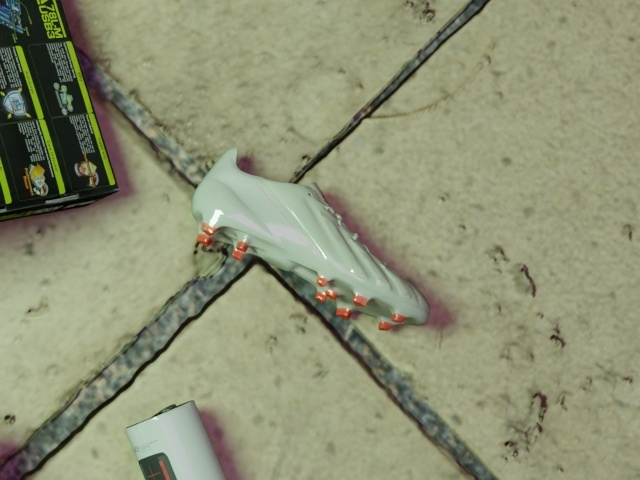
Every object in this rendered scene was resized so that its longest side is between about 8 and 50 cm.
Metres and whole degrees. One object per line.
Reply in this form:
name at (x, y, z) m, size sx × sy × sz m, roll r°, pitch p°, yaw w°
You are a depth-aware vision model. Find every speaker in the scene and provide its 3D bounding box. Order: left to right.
speaker at (-0.089, 0.183, 1.364) m, size 0.055 × 0.055 × 0.136 m, roll -22°, pitch 88°, yaw -18°

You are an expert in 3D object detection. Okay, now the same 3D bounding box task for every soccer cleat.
soccer cleat at (0.000, 0.000, 1.415) m, size 0.196 × 0.068 × 0.076 m, roll 27°, pitch 72°, yaw -7°

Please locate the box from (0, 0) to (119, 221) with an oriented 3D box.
box at (-0.241, -0.105, 1.329) m, size 0.184 × 0.045 × 0.190 m, roll -14°, pitch 85°, yaw -51°
